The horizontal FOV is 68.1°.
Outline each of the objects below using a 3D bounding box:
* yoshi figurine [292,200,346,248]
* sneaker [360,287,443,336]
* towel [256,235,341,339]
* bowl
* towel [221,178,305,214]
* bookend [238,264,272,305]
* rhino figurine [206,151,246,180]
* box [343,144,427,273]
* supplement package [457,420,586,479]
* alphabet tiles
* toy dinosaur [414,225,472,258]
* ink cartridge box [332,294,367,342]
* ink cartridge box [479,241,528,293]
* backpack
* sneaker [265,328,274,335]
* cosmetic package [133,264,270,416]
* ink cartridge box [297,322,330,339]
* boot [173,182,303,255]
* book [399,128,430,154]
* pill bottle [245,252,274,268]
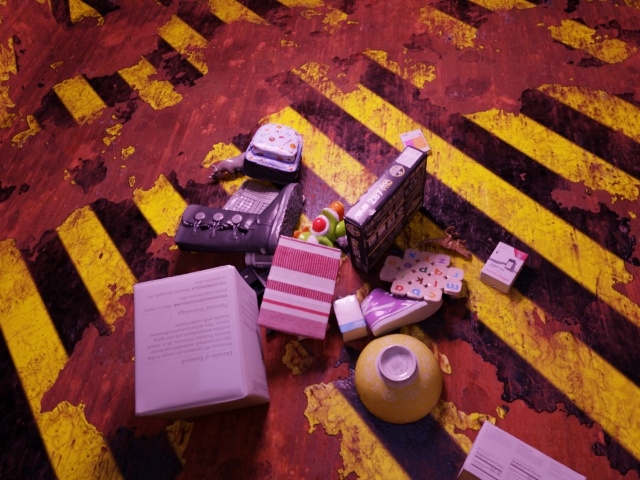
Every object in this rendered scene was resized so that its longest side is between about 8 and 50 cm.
[{"bbox_3d":[-0.002,0.017,1.829,0.362,0.203,0.203,-38,92,-30],"label":"yoshi figurine"},{"bbox_3d":[0.276,0.211,1.647,0.281,0.102,0.161,-15,48,-17],"label":"sneaker"},{"bbox_3d":[-0.068,0.163,1.646,0.236,0.037,0.330,14,71,-3],"label":"towel"},{"bbox_3d":[0.243,0.413,1.500,0.288,0.156,0.290,-5,56,7],"label":"bowl"},{"bbox_3d":[-0.266,-0.118,2.005,0.323,0.056,0.312,18,62,21],"label":"towel"},{"bbox_3d":[-0.232,0.146,1.812,0.157,0.072,0.156,-34,57,-13],"label":"bookend"},{"bbox_3d":[-0.400,-0.331,2.138,0.243,0.106,0.073,-20,55,-4],"label":"rhino figurine"},{"bbox_3d":[0.250,-0.111,1.750,0.097,0.318,0.395,31,68,27],"label":"box"},{"bbox_3d":[0.526,0.637,1.270,0.261,0.204,0.145,26,65,24],"label":"supplement package"},{"bbox_3d":[0.364,0.123,1.698,0.283,0.021,0.278,11,35,16],"label":"alphabet tiles"},{"bbox_3d":[0.473,0.004,1.788,0.211,0.064,0.112,18,63,21],"label":"toy dinosaur"},{"bbox_3d":[0.100,0.266,1.661,0.089,0.092,0.143,-16,56,-2],"label":"ink cartridge box"},{"bbox_3d":[0.654,0.097,1.693,0.109,0.063,0.150,29,65,25],"label":"ink cartridge box"},{"bbox_3d":[-0.195,-0.384,2.048,0.276,0.213,0.264,18,43,-6],"label":"backpack"},{"bbox_3d":[-0.141,0.264,1.733,0.170,0.051,0.089,-35,58,-8],"label":"sneaker"},{"bbox_3d":[-0.372,0.339,1.515,0.326,0.329,0.394,-11,68,2],"label":"cosmetic package"},{"bbox_3d":[-0.055,0.239,1.686,0.115,0.067,0.198,-17,70,-12],"label":"ink cartridge box"},{"bbox_3d":[-0.323,-0.097,1.904,0.444,0.146,0.367,1,45,19],"label":"boot"},{"bbox_3d":[0.419,-0.429,2.106,0.096,0.035,0.144,-16,55,3],"label":"book"},{"bbox_3d":[-0.220,0.072,1.856,0.137,0.078,0.078,1,57,10],"label":"pill bottle"}]
